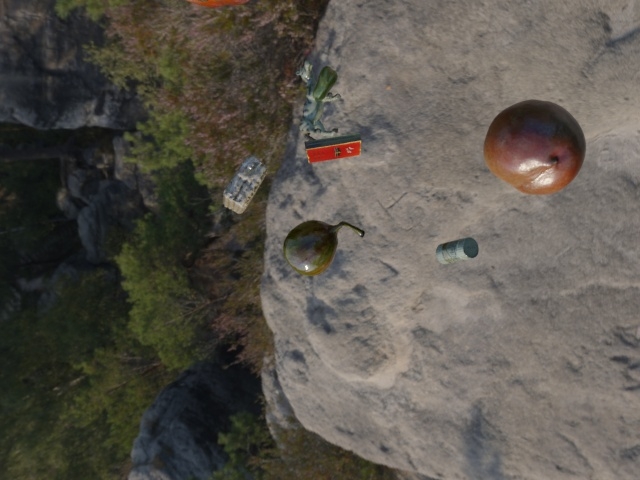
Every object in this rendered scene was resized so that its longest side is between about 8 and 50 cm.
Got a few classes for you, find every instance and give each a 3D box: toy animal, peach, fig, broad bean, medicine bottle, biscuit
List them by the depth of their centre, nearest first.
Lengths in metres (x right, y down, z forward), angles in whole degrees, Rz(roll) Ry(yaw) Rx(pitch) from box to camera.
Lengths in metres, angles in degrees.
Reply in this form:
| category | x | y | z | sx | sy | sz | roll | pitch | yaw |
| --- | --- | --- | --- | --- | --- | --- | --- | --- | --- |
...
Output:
| category | x | y | z | sx | sy | sz | roll | pitch | yaw |
| --- | --- | --- | --- | --- | --- | --- | --- | --- | --- |
| medicine bottle | 0.288 | 0.022 | 0.974 | 0.083 | 0.047 | 0.047 | -20 | 92 | 61 |
| broad bean | 0.009 | -0.376 | 1.111 | 0.045 | 0.063 | 0.083 | 25 | 109 | -17 |
| fig | -0.008 | 0.009 | 1.202 | 0.148 | 0.142 | 0.186 | 45 | 122 | -3 |
| peach | 0.559 | -0.242 | 1.203 | 0.252 | 0.252 | 0.253 | 10 | 109 | 32 |
| biscuit | -0.233 | -0.161 | 1.402 | 0.078 | 0.426 | 0.144 | 32 | 85 | -11 |
| toy animal | -0.005 | -0.440 | 1.458 | 0.169 | 0.089 | 0.255 | 0 | 88 | 54 |

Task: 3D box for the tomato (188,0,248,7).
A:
| category | x | y | z | sx | sy | sz | roll | pitch | yaw |
| --- | --- | --- | --- | --- | --- | --- | --- | --- | --- |
| tomato | -0.257 | -0.642 | 0.921 | 0.341 | 0.341 | 0.273 | 21 | 96 | 28 |

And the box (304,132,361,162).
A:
| category | x | y | z | sx | sy | sz | roll | pitch | yaw |
| --- | --- | --- | --- | --- | --- | --- | --- | --- | --- |
| box | 0.031 | -0.221 | 1.109 | 0.133 | 0.090 | 0.023 | -8 | 80 | 0 |
